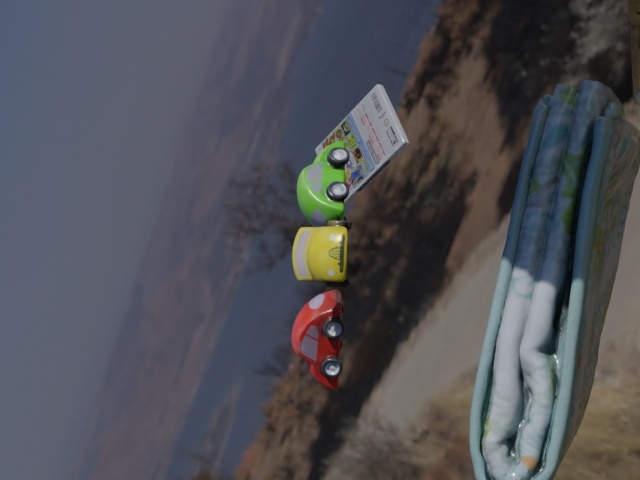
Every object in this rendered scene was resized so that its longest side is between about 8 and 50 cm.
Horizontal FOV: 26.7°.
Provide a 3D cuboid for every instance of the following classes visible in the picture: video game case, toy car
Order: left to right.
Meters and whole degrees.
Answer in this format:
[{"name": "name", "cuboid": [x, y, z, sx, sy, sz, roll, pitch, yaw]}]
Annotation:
[{"name": "toy car", "cuboid": [0.000, 0.000, 1.316, 0.239, 0.053, 0.225, 93, 178, -54]}, {"name": "video game case", "cuboid": [0.046, -0.108, 1.540, 0.122, 0.011, 0.087, -44, 54, 34]}]

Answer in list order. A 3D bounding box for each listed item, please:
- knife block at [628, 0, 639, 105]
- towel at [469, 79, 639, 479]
[{"name": "knife block", "cuboid": [0.374, -0.248, 1.331, 0.242, 0.088, 0.276, -59, -35, -44]}, {"name": "towel", "cuboid": [0.234, 0.050, 1.289, 0.320, 0.090, 0.374, 6, -84, -72]}]
